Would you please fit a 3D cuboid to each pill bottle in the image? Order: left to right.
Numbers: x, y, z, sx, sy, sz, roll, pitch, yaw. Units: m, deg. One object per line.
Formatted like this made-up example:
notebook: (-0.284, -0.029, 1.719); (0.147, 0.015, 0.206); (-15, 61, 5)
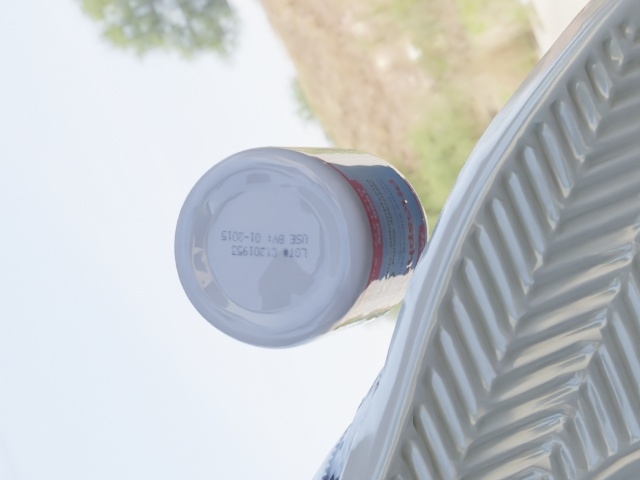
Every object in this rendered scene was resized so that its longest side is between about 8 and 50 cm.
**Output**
pill bottle: (0.000, 0.000, 0.792); (0.087, 0.087, 0.160); (67, -163, 4)

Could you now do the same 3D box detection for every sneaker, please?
sneaker: (0.060, 0.058, 0.498); (0.131, 0.350, 0.148); (32, 179, -5)
